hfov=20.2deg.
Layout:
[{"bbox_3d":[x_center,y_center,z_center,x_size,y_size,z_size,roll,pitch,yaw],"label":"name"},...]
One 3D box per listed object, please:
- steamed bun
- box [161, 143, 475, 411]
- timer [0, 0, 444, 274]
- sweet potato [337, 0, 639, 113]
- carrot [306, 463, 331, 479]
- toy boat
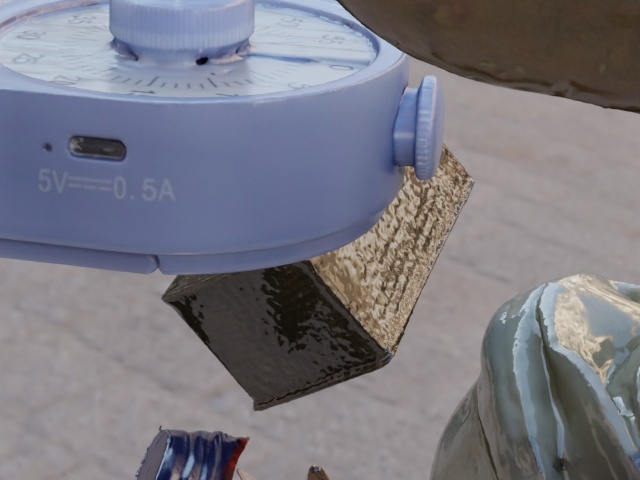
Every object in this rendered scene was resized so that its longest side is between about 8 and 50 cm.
[{"bbox_3d":[0.309,0.183,1.638,0.368,0.255,0.342,23,62,3],"label":"steamed bun"},{"bbox_3d":[0.002,0.002,1.666,0.143,0.184,0.273,49,43,-19],"label":"box"},{"bbox_3d":[-0.093,-0.111,1.365,0.395,0.173,0.395,2,20,-1],"label":"timer"},{"bbox_3d":[0.170,-0.090,0.721,0.423,0.130,0.130,22,18,4],"label":"sweet potato"},{"bbox_3d":[0.019,0.338,1.980,0.061,0.256,0.061,-13,31,8],"label":"carrot"},{"bbox_3d":[-0.029,0.249,1.521,0.318,0.072,0.219,26,24,-33],"label":"toy boat"}]
